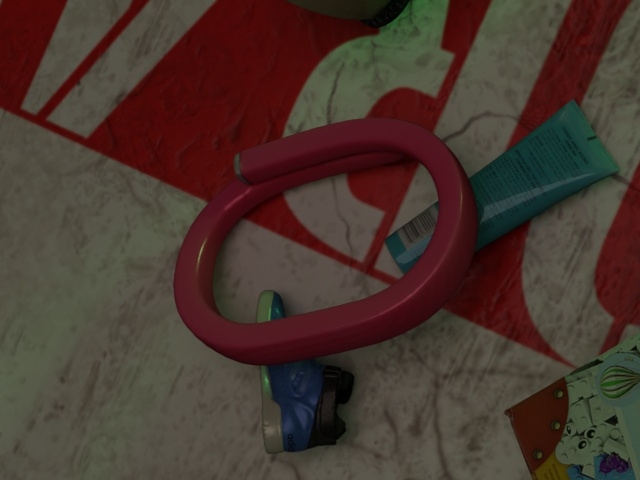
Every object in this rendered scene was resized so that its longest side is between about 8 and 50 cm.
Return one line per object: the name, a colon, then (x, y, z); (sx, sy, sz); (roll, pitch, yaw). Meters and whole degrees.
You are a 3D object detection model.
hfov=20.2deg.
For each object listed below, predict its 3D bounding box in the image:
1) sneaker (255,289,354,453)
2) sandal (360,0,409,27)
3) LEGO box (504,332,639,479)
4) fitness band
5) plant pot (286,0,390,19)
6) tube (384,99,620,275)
sneaker: (-0.013, 0.114, 1.603); (0.084, 0.058, 0.152); (-5, 63, 0)
sandal: (0.058, -0.280, 1.638); (0.067, 0.040, 0.179); (-6, 79, 19)
LEGO box: (0.408, 0.265, 1.277); (0.372, 0.193, 0.500); (-33, 56, 18)
fitness band: (0.000, 0.000, 1.570); (0.290, 0.054, 0.209); (-15, 56, 24)
plant pot: (0.038, -0.335, 1.514); (0.256, 0.256, 0.274); (29, 115, 20)
tube: (0.154, -0.036, 1.570); (0.207, 0.052, 0.080); (-34, 70, 9)
